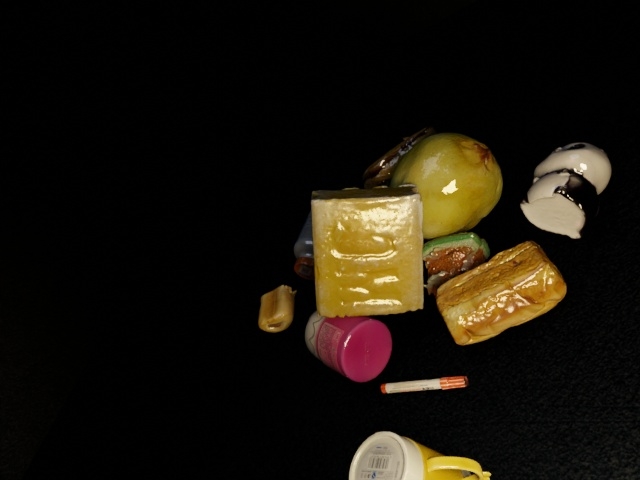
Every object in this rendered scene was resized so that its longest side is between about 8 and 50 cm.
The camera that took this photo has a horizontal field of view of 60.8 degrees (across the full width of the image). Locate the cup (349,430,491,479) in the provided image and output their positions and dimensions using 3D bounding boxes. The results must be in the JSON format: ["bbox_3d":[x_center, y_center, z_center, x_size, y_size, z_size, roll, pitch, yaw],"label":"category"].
[{"bbox_3d":[0.201,0.475,1.064,0.241,0.226,0.186,-37,30,26],"label":"cup"}]

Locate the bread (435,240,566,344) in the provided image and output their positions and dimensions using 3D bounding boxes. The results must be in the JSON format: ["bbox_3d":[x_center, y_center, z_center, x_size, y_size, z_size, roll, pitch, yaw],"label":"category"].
[{"bbox_3d":[0.429,0.132,1.316,0.294,0.132,0.167,-34,31,18],"label":"bread"}]

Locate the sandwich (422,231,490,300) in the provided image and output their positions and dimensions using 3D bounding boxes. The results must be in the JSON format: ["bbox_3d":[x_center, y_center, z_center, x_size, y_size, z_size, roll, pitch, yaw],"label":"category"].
[{"bbox_3d":[0.366,0.066,1.495,0.184,0.109,0.160,-25,33,29],"label":"sandwich"}]

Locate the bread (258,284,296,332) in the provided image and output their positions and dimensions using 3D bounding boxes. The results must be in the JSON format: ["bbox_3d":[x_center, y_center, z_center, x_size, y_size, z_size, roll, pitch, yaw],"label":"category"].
[{"bbox_3d":[-0.146,0.243,1.895,0.134,0.085,0.173,-27,33,20],"label":"bread"}]

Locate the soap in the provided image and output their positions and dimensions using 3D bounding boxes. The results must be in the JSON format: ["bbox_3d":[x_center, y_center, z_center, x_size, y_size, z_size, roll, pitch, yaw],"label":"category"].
[{"bbox_3d":[0.125,0.028,1.455,0.293,0.336,0.156,-1,17,4],"label":"soap"}]

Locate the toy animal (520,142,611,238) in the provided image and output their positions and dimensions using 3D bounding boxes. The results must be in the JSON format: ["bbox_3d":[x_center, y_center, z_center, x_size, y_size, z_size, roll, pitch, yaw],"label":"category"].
[{"bbox_3d":[0.631,-0.144,1.386,0.235,0.165,0.187,-60,17,-22],"label":"toy animal"}]

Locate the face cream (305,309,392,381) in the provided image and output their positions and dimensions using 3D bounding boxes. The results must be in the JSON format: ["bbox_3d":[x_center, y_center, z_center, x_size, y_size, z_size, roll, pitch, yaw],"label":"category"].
[{"bbox_3d":[0.074,0.277,1.507,0.175,0.175,0.194,-53,32,-16],"label":"face cream"}]

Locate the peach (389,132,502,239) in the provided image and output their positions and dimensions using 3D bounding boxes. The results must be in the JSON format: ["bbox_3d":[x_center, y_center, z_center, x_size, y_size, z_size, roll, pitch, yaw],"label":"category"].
[{"bbox_3d":[0.354,-0.158,1.576,0.314,0.316,0.282,-23,73,-11],"label":"peach"}]

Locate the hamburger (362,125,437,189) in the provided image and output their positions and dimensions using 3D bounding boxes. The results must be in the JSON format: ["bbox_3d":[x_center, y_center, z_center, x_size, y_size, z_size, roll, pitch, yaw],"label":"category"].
[{"bbox_3d":[0.286,-0.249,1.841,0.304,0.174,0.284,-44,-5,6],"label":"hamburger"}]

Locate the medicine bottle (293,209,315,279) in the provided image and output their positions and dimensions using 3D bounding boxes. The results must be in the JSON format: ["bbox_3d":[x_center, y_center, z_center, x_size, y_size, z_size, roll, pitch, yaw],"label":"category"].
[{"bbox_3d":[0.000,0.000,1.955,0.156,0.157,0.289,-12,42,41],"label":"medicine bottle"}]

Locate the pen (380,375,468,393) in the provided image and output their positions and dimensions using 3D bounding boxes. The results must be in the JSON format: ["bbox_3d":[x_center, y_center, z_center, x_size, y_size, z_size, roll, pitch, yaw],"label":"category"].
[{"bbox_3d":[0.252,0.357,1.345,0.239,0.028,0.028,-17,39,38],"label":"pen"}]
